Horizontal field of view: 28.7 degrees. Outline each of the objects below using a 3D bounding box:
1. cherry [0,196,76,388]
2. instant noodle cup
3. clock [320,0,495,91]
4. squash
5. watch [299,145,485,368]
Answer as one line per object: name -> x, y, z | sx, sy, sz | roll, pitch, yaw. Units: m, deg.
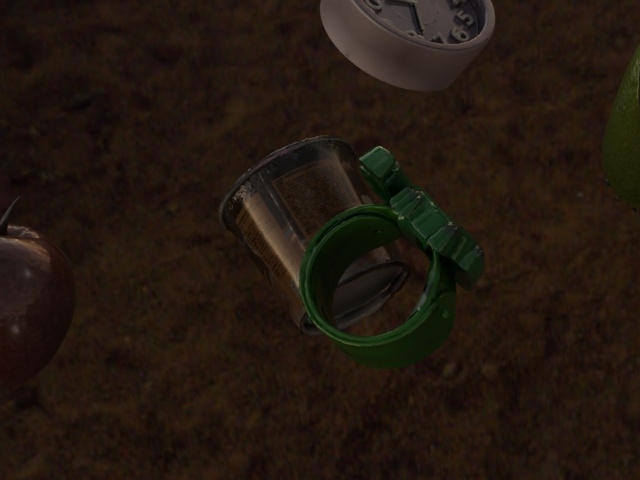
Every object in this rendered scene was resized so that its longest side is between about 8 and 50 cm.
cherry -> -0.456, 0.070, 1.731 | 0.213, 0.285, 0.236 | 3, 23, -35
instant noodle cup -> 0.000, 0.000, 1.700 | 0.217, 0.217, 0.207 | -26, 66, -11
clock -> 0.101, -0.266, 1.453 | 0.197, 0.068, 0.197 | 13, 48, -15
squash -> 0.491, -0.166, 1.708 | 0.189, 0.260, 0.189 | 1, 62, -3
watch -> 0.052, 0.024, 1.093 | 0.152, 0.131, 0.165 | -45, 62, -1
